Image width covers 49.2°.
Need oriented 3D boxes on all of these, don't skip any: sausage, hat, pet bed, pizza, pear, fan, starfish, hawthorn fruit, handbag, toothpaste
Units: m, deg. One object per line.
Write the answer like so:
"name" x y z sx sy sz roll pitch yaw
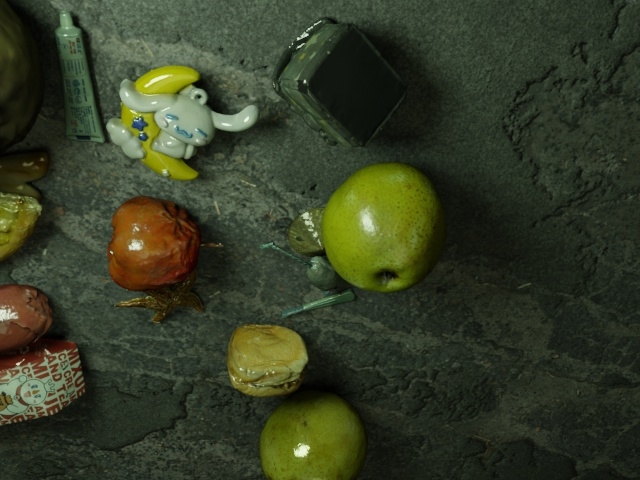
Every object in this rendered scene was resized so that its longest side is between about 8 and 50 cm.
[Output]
"sausage" -0.745 0.185 1.563 0.280 0.152 0.152 -14 128 -1
"hat" 0.000 0.000 1.617 0.146 0.067 0.146 -5 127 -7
"pet bed" 0.031 -0.299 1.354 0.211 0.159 0.183 39 86 -34
"pizza" -0.741 -0.038 1.395 0.288 0.075 0.280 25 133 -32
"pear" -0.022 0.579 1.914 0.304 0.304 0.303 -5 127 -7
"fan" -0.006 0.164 1.772 0.193 0.016 0.038 -17 130 1
"pear" 0.136 -0.025 1.485 0.294 0.294 0.294 -5 127 -7
"starfish" -0.357 0.132 1.627 0.227 0.043 0.240 3 140 -43
"hawthorn fruit" -0.326 0.007 1.489 0.243 0.207 0.207 2 126 -18
"handbag" -0.724 0.332 1.678 0.298 0.151 0.171 -10 123 -8
"toothpaste" -0.459 -0.300 1.315 0.069 0.047 0.268 -15 133 -24

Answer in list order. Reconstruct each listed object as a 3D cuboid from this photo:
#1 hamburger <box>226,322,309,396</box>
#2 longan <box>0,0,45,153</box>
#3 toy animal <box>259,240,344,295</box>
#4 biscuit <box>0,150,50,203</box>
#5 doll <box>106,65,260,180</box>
"hamburger" -0.130 0.295 1.734 0.214 0.213 0.108 4 124 -14
"longan" -0.644 -0.254 1.109 0.391 0.391 0.391 -5 127 -7
"toy animal" -0.026 0.063 1.636 0.079 0.070 0.253 -35 138 25
"biscuit" -0.660 -0.135 1.399 0.208 0.047 0.164 14 126 -22
"doll" -0.280 -0.229 1.363 0.252 0.111 0.237 31 115 -19
